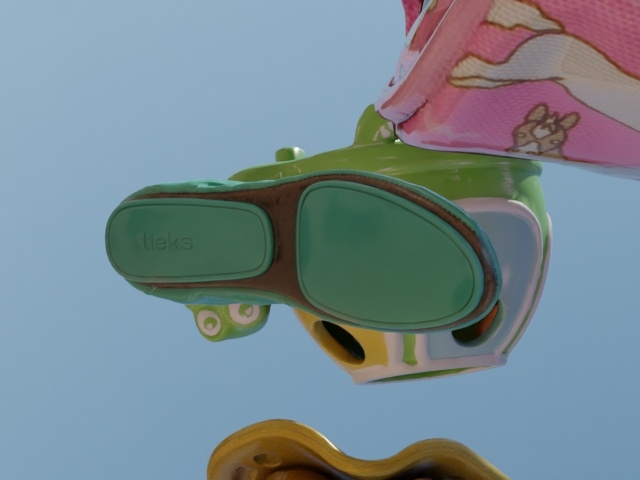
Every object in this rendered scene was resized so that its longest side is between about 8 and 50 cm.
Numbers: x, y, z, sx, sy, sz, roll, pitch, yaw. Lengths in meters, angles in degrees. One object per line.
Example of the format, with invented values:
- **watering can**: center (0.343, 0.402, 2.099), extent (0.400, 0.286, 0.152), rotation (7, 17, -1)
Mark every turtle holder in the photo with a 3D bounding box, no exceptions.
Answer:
- **turtle holder**: center (0.062, 0.008, 1.452), extent (0.243, 0.320, 0.227), rotation (-12, -99, 35)

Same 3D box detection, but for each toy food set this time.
- **toy food set**: center (0.039, 0.153, 0.730), extent (0.128, 0.218, 0.071), rotation (-20, -131, 34)

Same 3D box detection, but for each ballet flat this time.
- **ballet flat**: center (0.000, 0.000, 0.902), extent (0.247, 0.087, 0.083), rotation (5, -82, 32)

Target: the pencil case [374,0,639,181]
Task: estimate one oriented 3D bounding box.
- **pencil case**: center (0.214, -0.027, 0.422), extent (0.167, 0.386, 0.160), rotation (-77, -169, -65)
